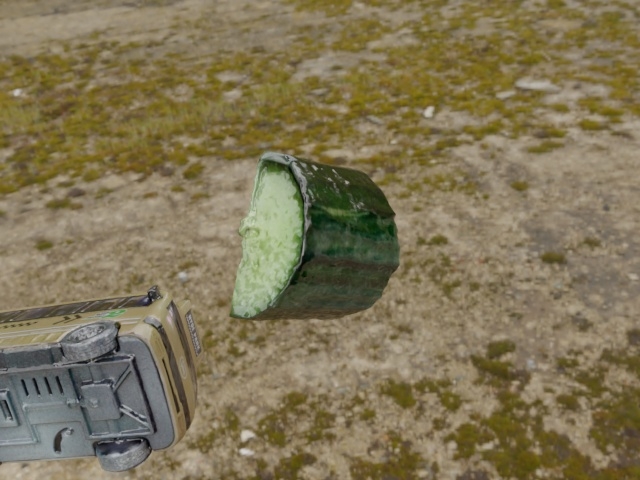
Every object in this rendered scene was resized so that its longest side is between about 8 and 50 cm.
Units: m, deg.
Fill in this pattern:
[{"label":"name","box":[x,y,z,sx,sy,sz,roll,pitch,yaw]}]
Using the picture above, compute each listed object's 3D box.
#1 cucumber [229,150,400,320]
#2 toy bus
[{"label":"cucumber","box":[0.000,0.000,0.505,0.062,0.116,0.115,4,-2,38]},{"label":"toy bus","box":[-0.261,0.135,0.729,0.289,0.139,0.157,-9,17,14]}]
